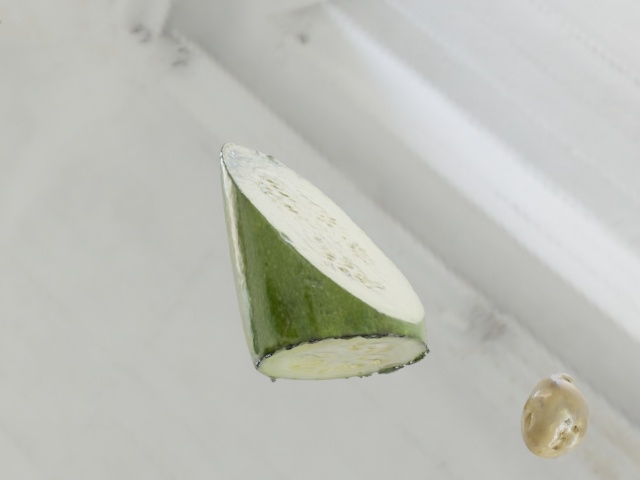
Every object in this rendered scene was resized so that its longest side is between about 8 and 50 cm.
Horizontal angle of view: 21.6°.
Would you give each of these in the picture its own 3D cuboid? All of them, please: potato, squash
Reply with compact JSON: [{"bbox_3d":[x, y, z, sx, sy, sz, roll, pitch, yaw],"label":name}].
[{"bbox_3d":[0.204,0.150,1.456,0.062,0.083,0.068,16,-61,-2],"label":"potato"},{"bbox_3d":[0.000,0.000,1.653,0.189,0.189,0.261,-27,-118,45],"label":"squash"}]
